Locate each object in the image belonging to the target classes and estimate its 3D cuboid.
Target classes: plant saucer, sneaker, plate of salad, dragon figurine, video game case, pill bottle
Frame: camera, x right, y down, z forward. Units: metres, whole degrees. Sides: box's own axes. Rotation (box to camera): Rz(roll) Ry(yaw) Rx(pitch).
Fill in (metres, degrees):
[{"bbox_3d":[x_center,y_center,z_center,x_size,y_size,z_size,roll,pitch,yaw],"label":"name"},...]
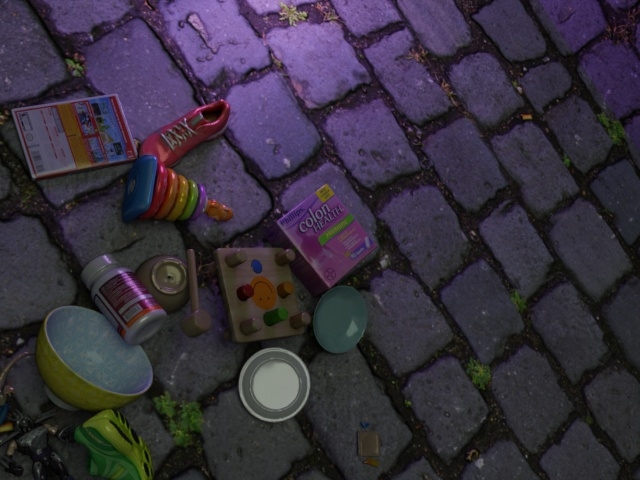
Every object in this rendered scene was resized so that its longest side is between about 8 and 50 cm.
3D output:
[{"bbox_3d":[0.049,0.224,2.075,0.195,0.037,0.194,-3,95,-35],"label":"plant saucer"},{"bbox_3d":[-0.474,0.505,1.687,0.124,0.109,0.295,-17,123,3],"label":"sneaker"},{"bbox_3d":[-0.125,0.389,1.958,0.200,0.048,0.199,3,79,-15],"label":"plate of salad"},{"bbox_3d":[-0.379,-0.311,2.031,0.314,0.136,0.116,-39,90,-30],"label":"sneaker"},{"bbox_3d":[-0.743,0.375,1.619,0.085,0.144,0.289,26,44,-14],"label":"dragon figurine"},{"bbox_3d":[-0.660,-0.282,1.960,0.285,0.025,0.203,-16,79,-27],"label":"video game case"},{"bbox_3d":[-0.493,0.145,1.809,0.121,0.121,0.221,-33,69,-29],"label":"pill bottle"}]

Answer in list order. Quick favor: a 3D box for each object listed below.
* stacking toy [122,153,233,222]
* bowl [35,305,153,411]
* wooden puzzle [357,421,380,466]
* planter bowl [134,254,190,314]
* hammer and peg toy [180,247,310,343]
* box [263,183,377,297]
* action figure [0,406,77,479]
[{"bbox_3d":[-0.371,-0.109,1.974,0.302,0.175,0.165,16,69,-31],"label":"stacking toy"},{"bbox_3d":[-0.560,0.307,1.711,0.289,0.289,0.156,40,104,-7],"label":"bowl"},{"bbox_3d":[0.135,0.571,2.032,0.079,0.014,0.116,16,67,-23],"label":"wooden puzzle"},{"bbox_3d":[-0.402,0.106,1.895,0.162,0.109,0.161,8,70,-22],"label":"planter bowl"},{"bbox_3d":[-0.198,0.134,1.901,0.361,0.127,0.265,1,70,-48],"label":"hammer and peg toy"},{"bbox_3d":[0.000,0.000,2.107,0.214,0.117,0.243,-39,90,-29],"label":"box"},{"bbox_3d":[-0.627,0.508,1.661,0.185,0.099,0.284,-28,87,-33],"label":"action figure"}]
